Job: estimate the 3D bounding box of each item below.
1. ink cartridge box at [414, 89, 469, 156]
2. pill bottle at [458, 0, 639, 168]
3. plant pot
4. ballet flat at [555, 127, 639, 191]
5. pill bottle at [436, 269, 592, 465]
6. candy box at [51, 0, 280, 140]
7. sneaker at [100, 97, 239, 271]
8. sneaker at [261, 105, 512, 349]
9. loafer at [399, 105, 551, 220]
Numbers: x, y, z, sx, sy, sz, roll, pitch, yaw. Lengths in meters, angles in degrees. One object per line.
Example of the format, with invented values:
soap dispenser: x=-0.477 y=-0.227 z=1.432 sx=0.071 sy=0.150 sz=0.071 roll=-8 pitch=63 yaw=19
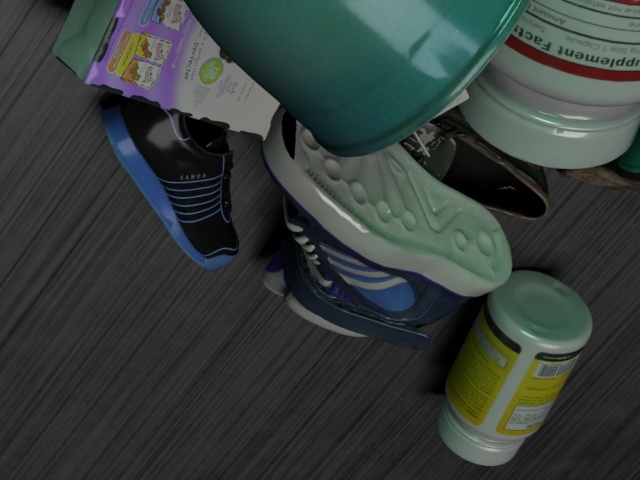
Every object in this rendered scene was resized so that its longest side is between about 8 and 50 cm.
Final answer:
ink cartridge box: x=0.069 y=-0.171 z=1.723 sx=0.061 sy=0.181 sz=0.104 roll=-30 pitch=141 yaw=4
pill bottle: x=0.243 y=-0.265 z=1.680 sx=0.229 sy=0.229 sz=0.408 roll=-7 pitch=137 yaw=-22
plant pot: x=-0.006 y=-0.244 z=1.504 sx=0.255 sy=0.272 sz=0.271 roll=35 pitch=113 yaw=-25
ballet flat: x=0.323 y=-0.089 z=1.885 sx=0.106 sy=0.316 sz=0.107 roll=26 pitch=88 yaw=-16
pill bottle: x=0.208 y=0.144 z=2.193 sx=0.119 sy=0.119 sz=0.208 roll=-1 pitch=134 yaw=-27
candy box: x=-0.100 y=-0.190 z=1.664 sx=0.196 sy=0.070 sz=0.165 roll=17 pitch=106 yaw=-40
sneaker: x=-0.112 y=-0.058 z=1.828 sx=0.090 sy=0.081 sz=0.232 roll=-25 pitch=140 yaw=8
sneaker: x=0.000 y=0.000 z=1.884 sx=0.236 sy=0.130 sz=0.323 roll=-23 pitch=142 yaw=38
loafer: x=0.123 y=-0.081 z=1.927 sx=0.267 sy=0.084 sz=0.096 roll=12 pitch=129 yaw=-37
